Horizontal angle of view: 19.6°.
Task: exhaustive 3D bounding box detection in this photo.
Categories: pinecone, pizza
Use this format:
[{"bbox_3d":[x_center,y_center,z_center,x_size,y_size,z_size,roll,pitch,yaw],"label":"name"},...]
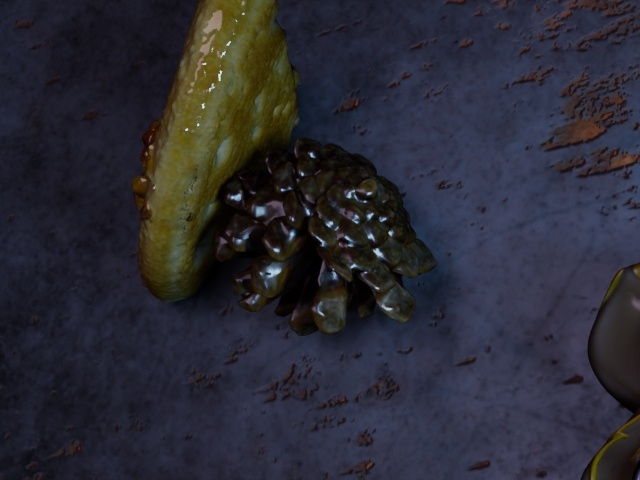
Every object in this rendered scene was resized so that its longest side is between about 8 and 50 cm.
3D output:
[{"bbox_3d":[-0.002,0.001,1.922,0.201,0.202,0.229,-22,38,21],"label":"pinecone"},{"bbox_3d":[-0.114,-0.117,1.974,0.114,0.278,0.409,24,127,10],"label":"pizza"}]

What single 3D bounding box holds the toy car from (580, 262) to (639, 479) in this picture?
[{"bbox_3d":[0.345,0.172,1.694,0.240,0.271,0.341,21,83,47],"label":"toy car"}]
